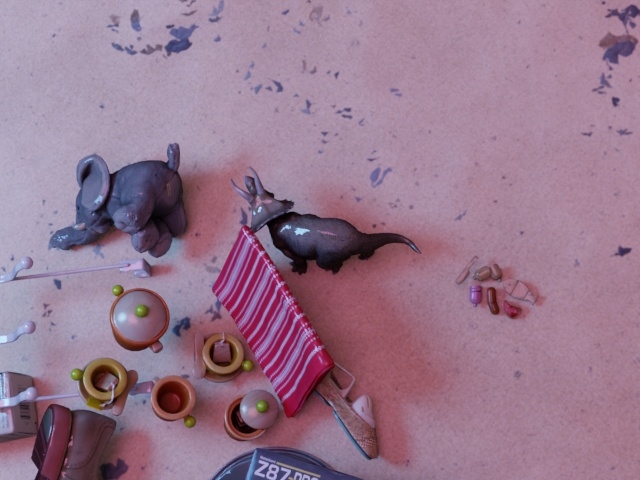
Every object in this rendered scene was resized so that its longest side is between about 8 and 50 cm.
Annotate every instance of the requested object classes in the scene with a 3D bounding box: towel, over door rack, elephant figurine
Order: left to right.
[{"bbox_3d":[-0.435,0.150,1.819,0.324,0.108,0.240,-4,75,-10],"label":"over door rack"},{"bbox_3d":[-0.359,-0.072,1.890,0.239,0.169,0.186,17,53,32],"label":"elephant figurine"},{"bbox_3d":[-0.082,0.134,1.759,0.031,0.199,0.275,-21,68,-32],"label":"towel"}]

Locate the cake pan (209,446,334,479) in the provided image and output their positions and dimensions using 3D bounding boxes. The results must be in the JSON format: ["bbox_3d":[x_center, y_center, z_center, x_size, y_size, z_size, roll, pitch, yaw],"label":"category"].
[{"bbox_3d":[-0.079,0.477,1.743,0.293,0.054,0.293,-3,78,14],"label":"cake pan"}]

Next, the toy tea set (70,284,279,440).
[{"bbox_3d":[-0.218,0.203,1.755,0.336,0.124,0.200,18,65,-8],"label":"toy tea set"}]

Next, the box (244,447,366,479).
[{"bbox_3d":[0.038,0.509,1.592,0.394,0.097,0.318,12,76,22],"label":"box"}]

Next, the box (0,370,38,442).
[{"bbox_3d":[-0.637,0.307,1.896,0.275,0.094,0.113,-14,75,10],"label":"box"}]

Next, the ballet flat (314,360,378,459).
[{"bbox_3d":[0.040,0.255,1.752,0.067,0.073,0.206,-42,73,4],"label":"ballet flat"}]

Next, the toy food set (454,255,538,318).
[{"bbox_3d":[0.281,0.083,1.760,0.122,0.019,0.078,38,89,10],"label":"toy food set"}]

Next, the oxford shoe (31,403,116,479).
[{"bbox_3d":[-0.422,0.446,1.802,0.130,0.123,0.348,12,100,-26],"label":"oxford shoe"}]

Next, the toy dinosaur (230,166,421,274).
[{"bbox_3d":[0.000,0.000,1.772,0.313,0.160,0.121,22,84,18],"label":"toy dinosaur"}]
